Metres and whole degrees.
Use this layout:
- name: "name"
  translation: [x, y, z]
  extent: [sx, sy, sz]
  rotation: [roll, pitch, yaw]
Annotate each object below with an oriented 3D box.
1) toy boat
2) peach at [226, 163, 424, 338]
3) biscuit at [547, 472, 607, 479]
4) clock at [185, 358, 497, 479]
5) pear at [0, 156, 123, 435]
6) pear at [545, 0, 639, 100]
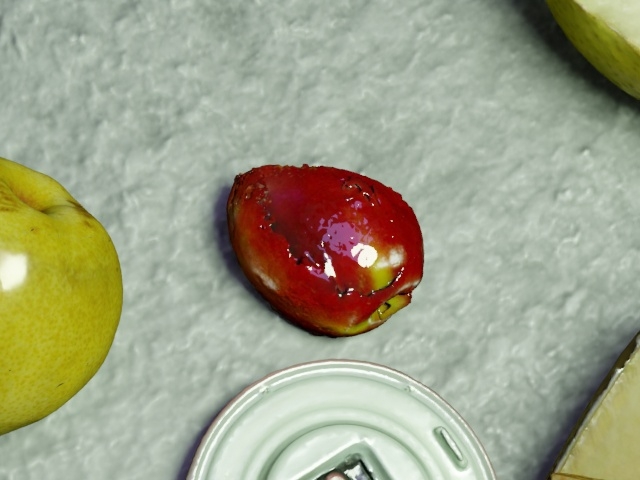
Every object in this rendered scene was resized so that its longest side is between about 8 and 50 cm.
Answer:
- name: "toy boat"
  translation: [0.225, 0.169, 1.203]
  extent: [0.089, 0.121, 0.321]
  rotation: [28, 91, 18]
- name: "peach"
  translation: [0.002, -0.003, 1.265]
  extent: [0.172, 0.092, 0.127]
  rotation: [37, 72, 3]
- name: "biscuit"
  translation: [0.161, 0.211, 1.142]
  extent: [0.130, 0.019, 0.119]
  rotation: [-41, 79, 5]
- name: "clock"
  translation: [0.018, 0.205, 1.210]
  extent: [0.244, 0.056, 0.244]
  rotation: [3, 70, -7]
- name: "pear"
  translation: [-0.249, 0.044, 1.156]
  extent: [0.209, 0.209, 0.209]
  rotation: [3, 69, -8]
- name: "pear"
  translation: [0.326, -0.256, 1.357]
  extent: [0.340, 0.191, 0.386]
  rotation: [-6, 66, -1]
